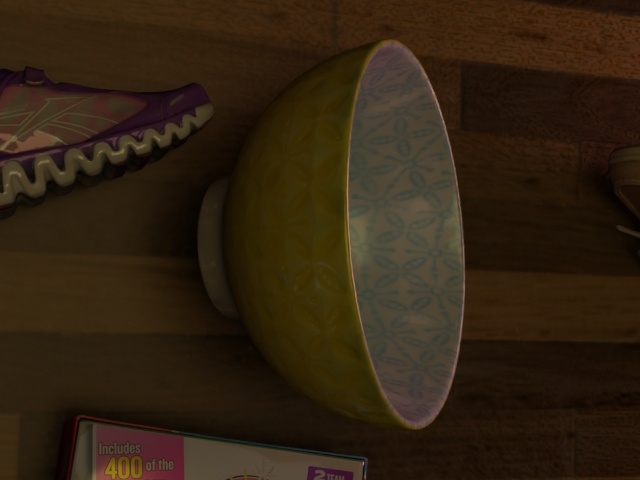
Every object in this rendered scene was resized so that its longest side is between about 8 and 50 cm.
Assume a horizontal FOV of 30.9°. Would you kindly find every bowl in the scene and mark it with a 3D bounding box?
[{"bbox_3d":[0.000,0.000,0.889,0.156,0.289,0.289,-4,89,22],"label":"bowl"}]

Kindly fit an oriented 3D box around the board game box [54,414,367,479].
[{"bbox_3d":[-0.097,0.308,0.876,0.242,0.064,0.316,13,73,-20],"label":"board game box"}]

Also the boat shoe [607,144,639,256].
[{"bbox_3d":[0.373,0.011,1.073,0.285,0.104,0.089,32,75,-17],"label":"boat shoe"}]

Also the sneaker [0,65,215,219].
[{"bbox_3d":[-0.197,-0.088,0.874,0.236,0.095,0.104,-20,88,-19],"label":"sneaker"}]
